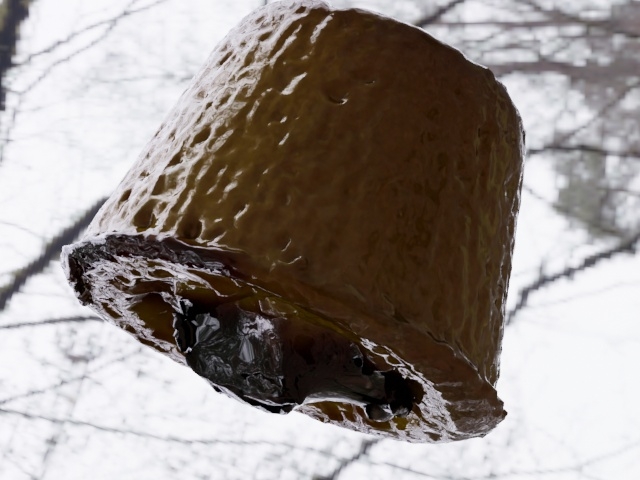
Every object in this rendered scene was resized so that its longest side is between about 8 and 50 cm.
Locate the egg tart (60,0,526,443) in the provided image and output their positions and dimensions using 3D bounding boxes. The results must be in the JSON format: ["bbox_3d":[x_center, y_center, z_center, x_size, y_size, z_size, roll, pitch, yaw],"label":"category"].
[{"bbox_3d":[0.000,0.000,0.698,0.215,0.215,0.171,38,-115,-39],"label":"egg tart"}]
